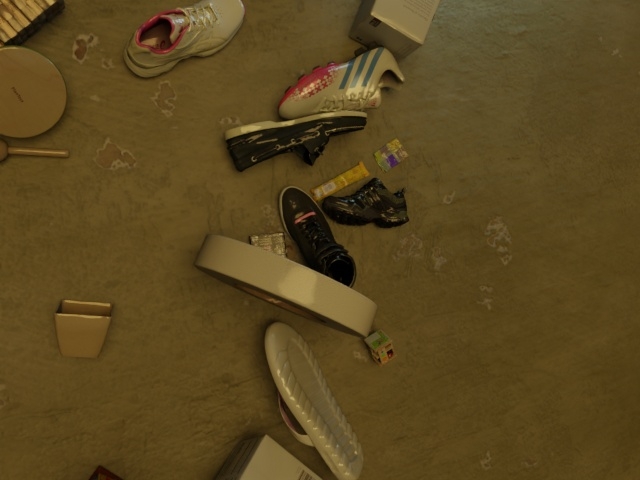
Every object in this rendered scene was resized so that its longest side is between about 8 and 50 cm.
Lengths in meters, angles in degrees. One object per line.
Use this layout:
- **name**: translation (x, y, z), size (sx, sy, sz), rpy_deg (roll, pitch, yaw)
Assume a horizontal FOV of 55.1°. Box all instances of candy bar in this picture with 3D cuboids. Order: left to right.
- **candy bar**: translation (0.048, -0.144, 1.508), size (0.161, 0.018, 0.040), rpy_deg (-30, 92, -16)

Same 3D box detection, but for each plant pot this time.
- **plant pot**: translation (-0.496, 0.187, 1.281), size (0.109, 0.109, 0.096), rpy_deg (7, 97, -17)

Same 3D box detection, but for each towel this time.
- **towel**: translation (0.179, -0.217, 1.557), size (0.083, 0.009, 0.060), rpy_deg (-35, 98, -16)

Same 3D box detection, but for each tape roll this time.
- **tape roll**: translation (-0.070, 0.099, 1.268), size (0.392, 0.392, 0.072), rpy_deg (26, 79, -14)

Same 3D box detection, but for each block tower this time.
- **block tower**: translation (-0.679, -0.412, 1.244), size (0.335, 0.097, 0.091), rpy_deg (-45, 106, -11)

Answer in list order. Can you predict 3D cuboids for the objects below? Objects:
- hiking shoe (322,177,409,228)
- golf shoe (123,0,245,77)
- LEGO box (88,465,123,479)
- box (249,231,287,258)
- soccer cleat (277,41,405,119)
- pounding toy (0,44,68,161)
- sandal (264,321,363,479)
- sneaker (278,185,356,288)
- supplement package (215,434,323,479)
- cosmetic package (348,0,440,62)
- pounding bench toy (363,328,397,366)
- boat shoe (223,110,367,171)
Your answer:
- **hiking shoe**: translation (0.109, -0.097, 1.502), size (0.226, 0.086, 0.114), rpy_deg (8, 71, -22)
- **golf shoe**: translation (-0.290, -0.467, 1.359), size (0.306, 0.140, 0.115), rpy_deg (-36, 96, -17)
- **LEGO box**: translation (-0.283, 0.697, 1.176), size (0.500, 0.372, 0.193), rpy_deg (39, 77, -12)
- **box**: translation (-0.123, 0.017, 1.446), size (0.083, 0.018, 0.067), rpy_deg (-8, 90, -17)
- **soccer cleat**: translation (0.059, -0.355, 1.463), size (0.331, 0.116, 0.143), rpy_deg (-33, 80, -18)
- **pounding toy**: translation (-0.630, -0.291, 1.277), size (0.182, 0.110, 0.237), rpy_deg (-10, 119, -28)
- **sandal**: translation (-0.038, 0.386, 1.405), size (0.102, 0.169, 0.416), rpy_deg (-26, 97, 23)
- **sneaker**: translation (0.000, 0.000, 1.419), size (0.104, 0.147, 0.296), rpy_deg (-26, 94, -15)
- **supplement package**: translation (-0.101, 0.586, 1.322), size (0.262, 0.145, 0.204), rpy_deg (43, 51, -11)
- **cosmetic package**: translation (0.187, -0.568, 1.505), size (0.151, 0.151, 0.184), rpy_deg (24, 81, -15)
- **pounding bench toy**: translation (0.139, 0.256, 1.501), size (0.052, 0.083, 0.065), rpy_deg (-30, 127, -14)
- **boat shoe**: translation (-0.048, -0.226, 1.427), size (0.339, 0.127, 0.113), rpy_deg (-11, 92, -16)
